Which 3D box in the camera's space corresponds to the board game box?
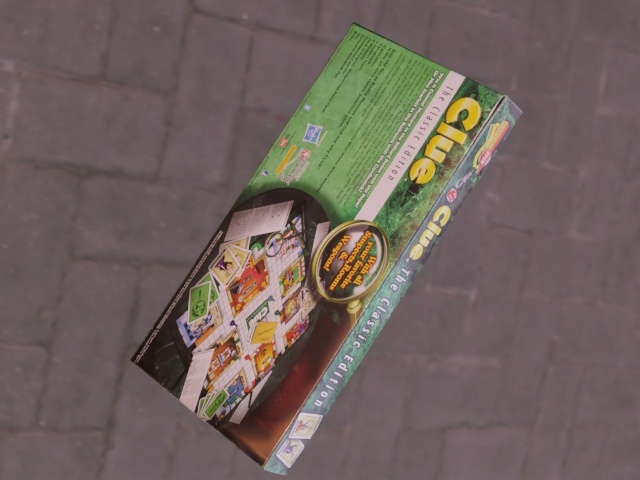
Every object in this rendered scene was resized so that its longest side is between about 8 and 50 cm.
[{"bbox_3d":[0.000,0.000,0.891,0.260,0.136,0.030,-56,140,-1],"label":"board game box"}]
